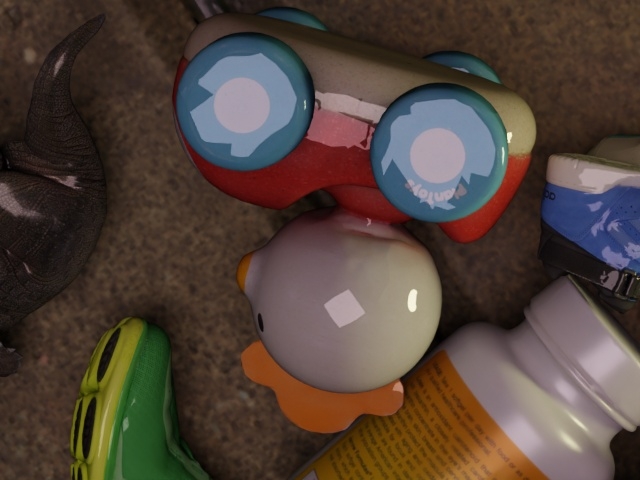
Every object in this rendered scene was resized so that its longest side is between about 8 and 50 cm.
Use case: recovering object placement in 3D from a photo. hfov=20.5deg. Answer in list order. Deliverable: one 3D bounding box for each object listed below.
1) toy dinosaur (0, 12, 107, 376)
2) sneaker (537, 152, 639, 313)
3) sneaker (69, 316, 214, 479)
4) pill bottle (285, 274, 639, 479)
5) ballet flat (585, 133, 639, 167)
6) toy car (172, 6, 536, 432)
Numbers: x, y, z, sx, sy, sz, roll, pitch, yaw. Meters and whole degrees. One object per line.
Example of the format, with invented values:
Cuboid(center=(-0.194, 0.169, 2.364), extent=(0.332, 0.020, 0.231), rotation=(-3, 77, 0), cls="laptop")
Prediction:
Cuboid(center=(-0.210, -0.008, 1.123), extent=(0.160, 0.121, 0.313), rotation=(36, 96, -15), cls="toy dinosaur")
Cuboid(center=(0.200, 0.003, 1.026), extent=(0.152, 0.058, 0.084), rotation=(11, 100, 14), cls="sneaker")
Cuboid(center=(-0.095, 0.189, 1.150), extent=(0.123, 0.109, 0.295), rotation=(-9, 100, -14), cls="sneaker")
Cuboid(center=(0.093, 0.137, 1.097), extent=(0.246, 0.136, 0.136), rotation=(-42, 94, 10), cls="pill bottle")
Cuboid(center=(0.249, 0.038, 1.090), extent=(0.086, 0.086, 0.248), rotation=(-33, 96, 9), cls="ballet flat")
Cuboid(center=(0.000, 0.000, 1.040), extent=(0.210, 0.219, 0.238), rotation=(15, 102, 2), cls="toy car")
